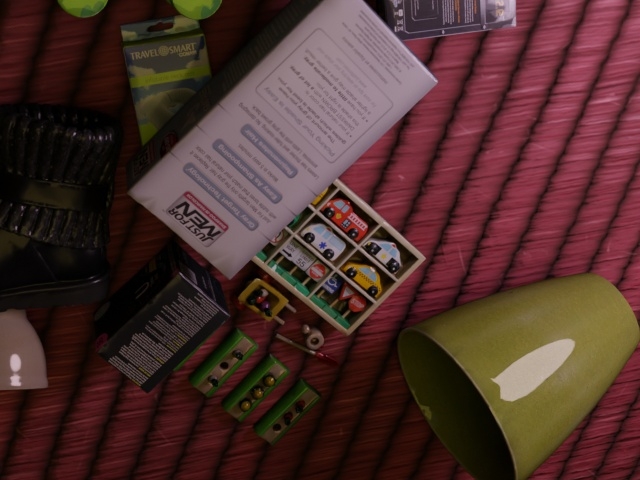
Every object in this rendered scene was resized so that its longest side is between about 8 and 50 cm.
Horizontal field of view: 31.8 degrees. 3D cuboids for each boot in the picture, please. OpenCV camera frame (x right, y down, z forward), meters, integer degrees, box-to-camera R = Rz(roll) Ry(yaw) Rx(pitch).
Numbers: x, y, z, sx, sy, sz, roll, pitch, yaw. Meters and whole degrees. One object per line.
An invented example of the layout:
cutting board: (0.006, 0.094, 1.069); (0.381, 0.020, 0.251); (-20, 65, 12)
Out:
boot: (-0.428, -0.044, 1.437); (0.348, 0.131, 0.260); (-6, 120, -22)

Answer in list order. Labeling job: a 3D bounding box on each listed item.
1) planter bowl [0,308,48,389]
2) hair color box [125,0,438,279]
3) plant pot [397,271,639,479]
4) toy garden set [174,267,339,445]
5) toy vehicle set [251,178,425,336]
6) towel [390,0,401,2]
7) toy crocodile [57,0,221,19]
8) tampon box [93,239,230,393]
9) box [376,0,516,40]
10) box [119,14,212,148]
planter bowl: (-0.447, 0.143, 1.510); (0.162, 0.162, 0.109); (2, 86, -13)
hair color box: (-0.055, -0.149, 1.441); (0.374, 0.113, 0.185); (-43, 115, 9)
plant pot: (0.310, 0.174, 1.646); (0.294, 0.275, 0.274); (-30, 116, -17)
toy garden set: (-0.083, 0.173, 1.649); (0.244, 0.049, 0.204); (41, 98, -23)
toy vehicle set: (0.000, 0.000, 1.605); (0.267, 0.035, 0.166); (40, 99, -23)
towel: (0.105, -0.491, 1.379); (0.237, 0.037, 0.329); (36, 90, -10)
toy crocodile: (-0.223, -0.333, 1.378); (0.341, 0.115, 0.105); (-1, 111, -12)
tampon box: (-0.222, 0.104, 1.551); (0.161, 0.120, 0.101); (-43, 114, 6)
box: (0.161, -0.387, 1.474); (0.183, 0.056, 0.231); (-9, 113, -9)
box: (-0.195, -0.201, 1.478); (0.109, 0.042, 0.178); (-12, 114, -8)
